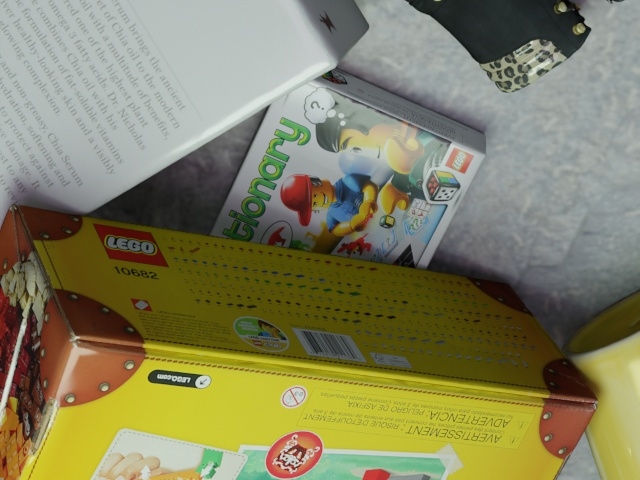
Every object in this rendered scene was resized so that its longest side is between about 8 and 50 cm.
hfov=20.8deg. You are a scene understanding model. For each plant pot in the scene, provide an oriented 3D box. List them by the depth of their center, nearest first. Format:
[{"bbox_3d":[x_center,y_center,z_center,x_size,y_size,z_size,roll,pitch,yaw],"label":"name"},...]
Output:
[{"bbox_3d":[0.344,0.163,1.563,0.254,0.254,0.239,-28,95,17],"label":"plant pot"}]

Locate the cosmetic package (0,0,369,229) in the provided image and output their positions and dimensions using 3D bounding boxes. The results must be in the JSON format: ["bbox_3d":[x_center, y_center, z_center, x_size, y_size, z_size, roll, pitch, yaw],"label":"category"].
[{"bbox_3d":[-0.214,-0.146,1.460,0.453,0.161,0.230,-29,98,18],"label":"cosmetic package"}]

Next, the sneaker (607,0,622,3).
[{"bbox_3d":[0.273,-0.235,1.456,0.038,0.069,0.098,33,114,-12],"label":"sneaker"}]

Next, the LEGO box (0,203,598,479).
[{"bbox_3d":[-0.070,0.205,1.505,0.500,0.193,0.372,10,119,-30],"label":"LEGO box"}]

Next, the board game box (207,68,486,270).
[{"bbox_3d":[0.000,0.000,1.600,0.193,0.053,0.305,23,115,-6],"label":"board game box"}]

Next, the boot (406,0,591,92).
[{"bbox_3d":[0.176,-0.247,1.452,0.236,0.085,0.178,-38,111,24],"label":"boot"}]
